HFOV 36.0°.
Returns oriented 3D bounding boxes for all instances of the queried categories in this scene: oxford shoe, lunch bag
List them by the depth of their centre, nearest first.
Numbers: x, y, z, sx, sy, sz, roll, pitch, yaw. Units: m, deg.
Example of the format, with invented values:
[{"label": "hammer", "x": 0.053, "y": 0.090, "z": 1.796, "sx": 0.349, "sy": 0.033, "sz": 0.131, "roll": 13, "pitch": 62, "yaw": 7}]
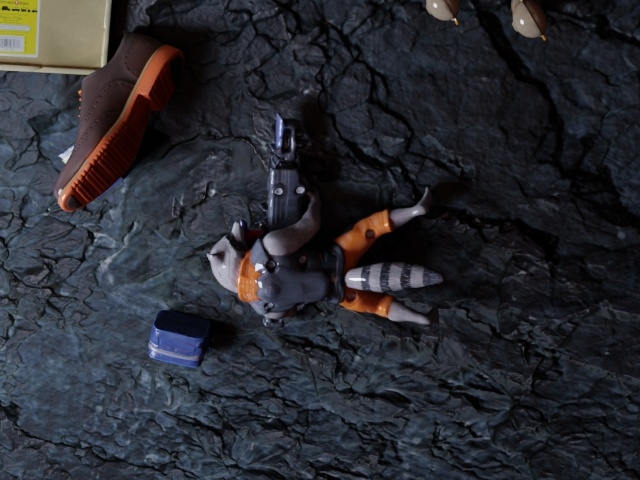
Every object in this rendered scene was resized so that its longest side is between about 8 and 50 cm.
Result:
[{"label": "oxford shoe", "x": -0.296, "y": -0.164, "z": 1.355, "sx": 0.098, "sy": 0.097, "sz": 0.271, "roll": 28, "pitch": 75, "yaw": 11}, {"label": "lunch bag", "x": -0.218, "y": 0.159, "z": 1.548, "sx": 0.098, "sy": 0.067, "sz": 0.065, "roll": 14, "pitch": 116, "yaw": 0}]

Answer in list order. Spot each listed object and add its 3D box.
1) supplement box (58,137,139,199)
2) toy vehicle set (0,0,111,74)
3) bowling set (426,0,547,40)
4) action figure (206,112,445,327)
[{"label": "supplement box", "x": -0.319, "y": -0.119, "z": 1.426, "sx": 0.056, "sy": 0.083, "sz": 0.083, "roll": -33, "pitch": 106, "yaw": 19}, {"label": "toy vehicle set", "x": -0.414, "y": -0.310, "z": 1.311, "sx": 0.267, "sy": 0.035, "sz": 0.166, "roll": 0, "pitch": 117, "yaw": -24}, {"label": "bowling set", "x": 0.150, "y": -0.342, "z": 1.224, "sx": 0.200, "sy": 0.154, "sz": 0.287, "roll": -27, "pitch": 108, "yaw": 18}, {"label": "action figure", "x": 0.000, "y": 0.000, "z": 1.393, "sx": 0.330, "sy": 0.178, "sz": 0.341, "roll": -5, "pitch": 116, "yaw": -1}]
